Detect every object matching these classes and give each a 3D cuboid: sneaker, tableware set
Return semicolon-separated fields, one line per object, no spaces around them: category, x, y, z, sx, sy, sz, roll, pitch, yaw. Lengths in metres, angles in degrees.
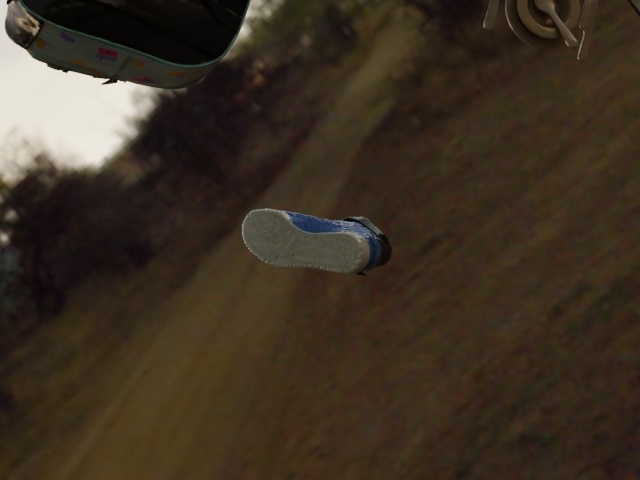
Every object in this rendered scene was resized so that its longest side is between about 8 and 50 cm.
sneaker;0.000;0.001;1.426;0.152;0.058;0.084;10;7;33
tableware set;0.262;-0.308;1.559;0.039;0.128;0.194;156;128;-73

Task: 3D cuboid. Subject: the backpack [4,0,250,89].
backpack;-0.157;-0.211;1.181;0.144;0.188;0.166;133;150;-68

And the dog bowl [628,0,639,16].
dog bowl;0.539;-0.436;1.800;0.408;0.408;0.150;-40;14;6
